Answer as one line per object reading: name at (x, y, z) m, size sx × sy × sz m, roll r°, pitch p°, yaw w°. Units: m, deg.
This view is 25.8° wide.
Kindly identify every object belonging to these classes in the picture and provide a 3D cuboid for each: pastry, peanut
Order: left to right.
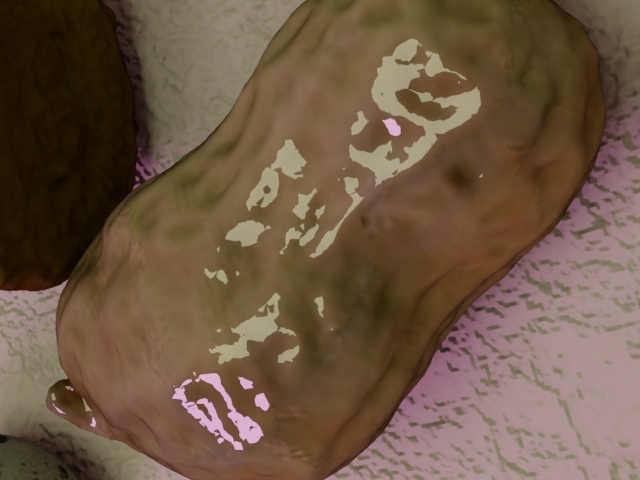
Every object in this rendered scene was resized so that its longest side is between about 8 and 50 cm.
pastry at (-0.171, -0.061, 0.649) m, size 0.103 × 0.188 × 0.189 m, roll -8°, pitch 89°, yaw 29°
peanut at (0.001, 0.009, 0.578) m, size 0.291 × 0.143 × 0.159 m, roll -44°, pitch 49°, yaw 26°

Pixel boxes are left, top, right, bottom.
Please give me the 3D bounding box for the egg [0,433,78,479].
egg at (-0.164, 0.144, 0.720) m, size 0.110 × 0.085 × 0.085 m, roll 34°, pitch 110°, yaw 40°
